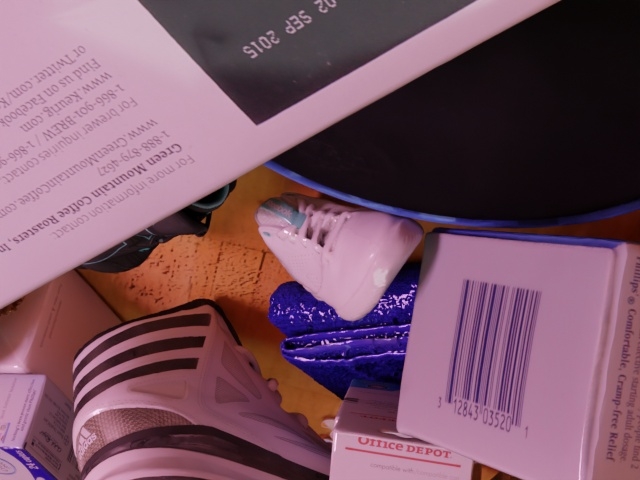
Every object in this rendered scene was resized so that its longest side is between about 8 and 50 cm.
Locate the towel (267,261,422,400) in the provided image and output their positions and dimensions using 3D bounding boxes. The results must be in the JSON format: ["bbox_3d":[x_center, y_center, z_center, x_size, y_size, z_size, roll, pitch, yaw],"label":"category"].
[{"bbox_3d":[0.133,0.097,1.312,0.308,0.076,0.227,-6,145,32],"label":"towel"}]

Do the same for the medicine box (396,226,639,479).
[{"bbox_3d":[0.235,0.088,1.034,0.289,0.149,0.263,9,179,-20],"label":"medicine box"}]

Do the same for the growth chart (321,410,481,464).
[{"bbox_3d":[0.077,0.234,1.641,0.172,0.021,0.237,12,150,2],"label":"growth chart"}]

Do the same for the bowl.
[{"bbox_3d":[0.071,-0.130,0.931,0.391,0.077,0.391,10,151,6],"label":"bowl"}]

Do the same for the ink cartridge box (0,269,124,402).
[{"bbox_3d":[-0.261,0.151,1.533,0.207,0.119,0.353,-1,147,23],"label":"ink cartridge box"}]

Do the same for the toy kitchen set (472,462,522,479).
[{"bbox_3d":[0.199,0.322,1.568,0.207,0.166,0.122,9,150,-6],"label":"toy kitchen set"}]

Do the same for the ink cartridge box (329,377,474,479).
[{"bbox_3d":[0.063,0.155,1.214,0.104,0.060,0.180,8,-172,6],"label":"ink cartridge box"}]

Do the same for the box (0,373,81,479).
[{"bbox_3d":[-0.270,0.172,1.379,0.137,0.072,0.126,-2,146,24],"label":"box"}]

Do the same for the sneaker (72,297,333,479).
[{"bbox_3d":[-0.015,0.176,1.387,0.447,0.257,0.169,24,125,-35],"label":"sneaker"}]

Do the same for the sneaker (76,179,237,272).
[{"bbox_3d":[-0.120,-0.027,1.137,0.106,0.101,0.267,23,161,3],"label":"sneaker"}]

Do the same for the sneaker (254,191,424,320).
[{"bbox_3d":[0.000,0.000,1.153,0.094,0.080,0.212,38,168,-12],"label":"sneaker"}]

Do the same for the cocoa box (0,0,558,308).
[{"bbox_3d":[-0.082,-0.164,0.671,0.347,0.228,0.231,-27,119,34],"label":"cocoa box"}]

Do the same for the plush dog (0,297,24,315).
[{"bbox_3d":[-0.360,0.033,1.293,0.225,0.262,0.210,48,171,-27],"label":"plush dog"}]
